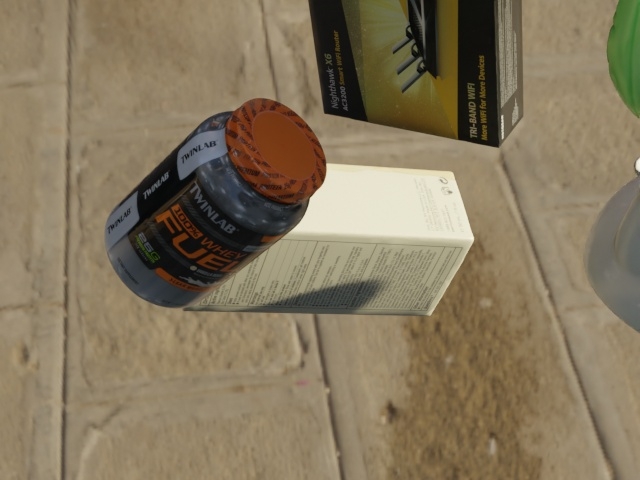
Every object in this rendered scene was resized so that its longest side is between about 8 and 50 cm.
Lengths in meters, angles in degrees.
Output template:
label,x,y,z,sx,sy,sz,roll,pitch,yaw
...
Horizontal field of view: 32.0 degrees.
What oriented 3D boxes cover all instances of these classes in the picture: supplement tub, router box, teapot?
label,x,y,z,sx,sy,sz,roll,pitch,yaw
supplement tub,-0.089,-0.031,0.944,0.117,0.190,0.117,26,45,-29
router box,0.107,-0.274,1.289,0.243,0.308,0.081,14,43,28
teapot,0.397,-0.003,1.083,0.253,0.187,0.256,27,26,7

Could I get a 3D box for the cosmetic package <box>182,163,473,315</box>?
label,x,y,z,sx,sy,sz,roll,pitch,yaw
cosmetic package,0.000,0.000,1.293,0.310,0.160,0.113,4,50,-18

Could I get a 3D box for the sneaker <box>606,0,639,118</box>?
label,x,y,z,sx,sy,sz,roll,pitch,yaw
sneaker,0.354,-0.278,0.713,0.202,0.482,0.185,28,32,26
